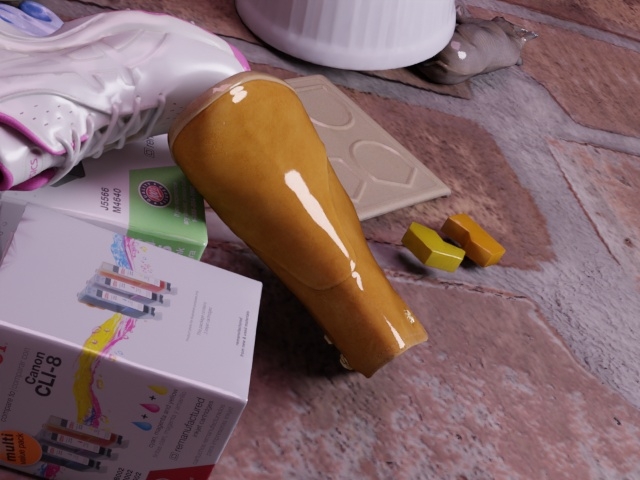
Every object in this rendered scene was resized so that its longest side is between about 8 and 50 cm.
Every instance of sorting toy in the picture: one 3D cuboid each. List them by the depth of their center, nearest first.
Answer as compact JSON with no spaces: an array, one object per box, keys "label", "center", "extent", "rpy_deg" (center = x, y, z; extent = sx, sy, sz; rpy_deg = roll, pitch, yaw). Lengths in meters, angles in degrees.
[{"label":"sorting toy","center":[0.033,-0.062,1.181],"extent":[0.307,0.041,0.229],"rpy_deg":[45,33,24]}]

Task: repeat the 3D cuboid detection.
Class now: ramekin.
[{"label":"ramekin","center":[0.039,-0.338,1.396],"extent":[0.277,0.135,0.277],"rpy_deg":[6,42,-5]}]

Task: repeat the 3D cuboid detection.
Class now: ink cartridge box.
[{"label":"ink cartridge box","center":[-0.146,0.082,0.779],"extent":[0.176,0.128,0.127],"rpy_deg":[19,35,-10]},{"label":"ink cartridge box","center":[-0.238,-0.048,0.899],"extent":[0.273,0.114,0.198],"rpy_deg":[13,37,-20]}]

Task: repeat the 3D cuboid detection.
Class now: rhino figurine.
[{"label":"rhino figurine","center":[0.204,-0.257,1.518],"extent":[0.106,0.073,0.243],"rpy_deg":[39,37,27]}]

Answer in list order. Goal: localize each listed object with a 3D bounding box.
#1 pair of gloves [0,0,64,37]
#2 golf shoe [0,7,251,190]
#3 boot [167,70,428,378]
[{"label":"pair of gloves","center":[-0.272,-0.178,1.132],"extent":[0.159,0.023,0.198],"rpy_deg":[15,36,-19]},{"label":"golf shoe","center":[-0.184,-0.087,0.806],"extent":[0.306,0.115,0.140],"rpy_deg":[-2,56,-27]},{"label":"boot","center":[-0.001,0.001,0.885],"extent":[0.211,0.104,0.295],"rpy_deg":[55,3,16]}]
